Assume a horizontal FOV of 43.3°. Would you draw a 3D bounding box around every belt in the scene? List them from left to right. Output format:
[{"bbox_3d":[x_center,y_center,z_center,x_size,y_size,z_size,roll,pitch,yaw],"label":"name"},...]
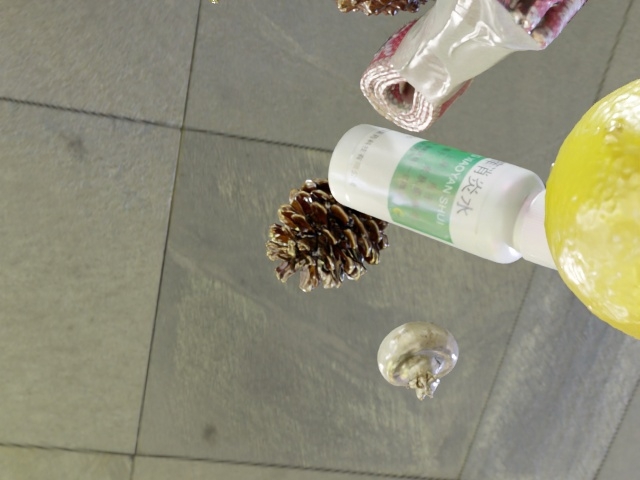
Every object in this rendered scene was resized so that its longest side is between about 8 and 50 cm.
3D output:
[{"bbox_3d":[0.079,-0.114,0.449,0.071,0.232,0.053,38,79,-3],"label":"belt"}]

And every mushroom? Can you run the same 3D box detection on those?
[{"bbox_3d":[0.103,0.128,0.832,0.085,0.079,0.085,-7,131,-8],"label":"mushroom"}]

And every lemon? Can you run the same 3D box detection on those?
[{"bbox_3d":[0.253,-0.020,0.540,0.192,0.231,0.192,-18,116,-42],"label":"lemon"}]

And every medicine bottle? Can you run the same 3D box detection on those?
[{"bbox_3d":[0.131,-0.042,0.791,0.095,0.260,0.095,-30,131,-41],"label":"medicine bottle"}]

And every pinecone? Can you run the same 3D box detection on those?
[{"bbox_3d":[-0.001,-0.002,1.132,0.165,0.163,0.163,-36,124,-38],"label":"pinecone"}]

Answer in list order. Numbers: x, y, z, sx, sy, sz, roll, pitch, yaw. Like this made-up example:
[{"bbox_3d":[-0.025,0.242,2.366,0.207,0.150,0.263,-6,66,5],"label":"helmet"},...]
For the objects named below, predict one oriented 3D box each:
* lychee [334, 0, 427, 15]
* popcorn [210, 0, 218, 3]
[{"bbox_3d":[0.037,-0.233,0.516,0.188,0.188,0.188,-3,116,-6],"label":"lychee"},{"bbox_3d":[-0.138,-0.369,0.927,0.168,0.173,0.195,-28,102,30],"label":"popcorn"}]
